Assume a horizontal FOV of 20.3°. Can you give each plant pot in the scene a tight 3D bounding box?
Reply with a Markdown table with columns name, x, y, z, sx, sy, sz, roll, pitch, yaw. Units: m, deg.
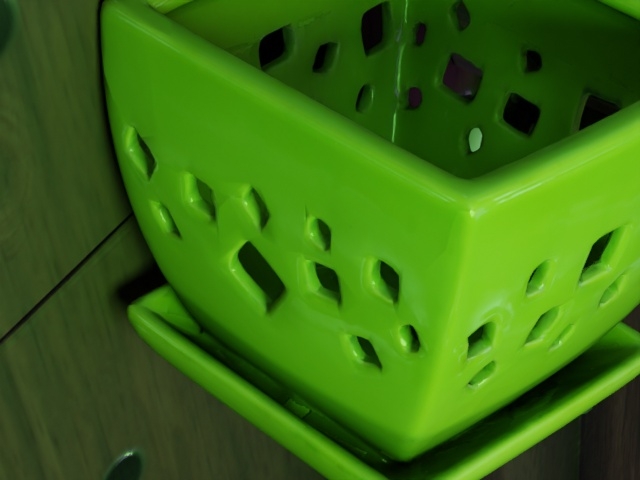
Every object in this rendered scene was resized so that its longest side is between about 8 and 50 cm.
| name | x | y | z | sx | sy | sz | roll | pitch | yaw |
| --- | --- | --- | --- | --- | --- | --- | --- | --- | --- |
| plant pot | 0.045 | -0.013 | 0.854 | 0.227 | 0.228 | 0.207 | -25 | 134 | -40 |

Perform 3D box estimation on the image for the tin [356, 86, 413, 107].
| name | x | y | z | sx | sy | sz | roll | pitch | yaw |
| --- | --- | --- | --- | --- | --- | --- | --- | --- | --- |
| tin | 0.000 | 0.000 | 1.026 | 0.190 | 0.040 | 0.106 | -64 | 158 | 2 |

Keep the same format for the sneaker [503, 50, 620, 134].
| name | x | y | z | sx | sy | sz | roll | pitch | yaw |
| --- | --- | --- | --- | --- | --- | --- | --- | --- | --- |
| sneaker | 0.224 | -0.124 | 0.970 | 0.330 | 0.130 | 0.147 | -51 | 144 | 5 |

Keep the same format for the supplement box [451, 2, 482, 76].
| name | x | y | z | sx | sy | sz | roll | pitch | yaw |
| --- | --- | --- | --- | --- | --- | --- | --- | --- | --- |
| supplement box | 0.103 | -0.130 | 1.060 | 0.036 | 0.062 | 0.098 | -58 | 154 | -13 |

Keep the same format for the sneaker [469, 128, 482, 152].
| name | x | y | z | sx | sy | sz | roll | pitch | yaw |
| --- | --- | --- | --- | --- | --- | --- | --- | --- | --- |
| sneaker | 0.200 | -0.127 | 1.121 | 0.106 | 0.162 | 0.281 | -23 | 133 | -52 |
